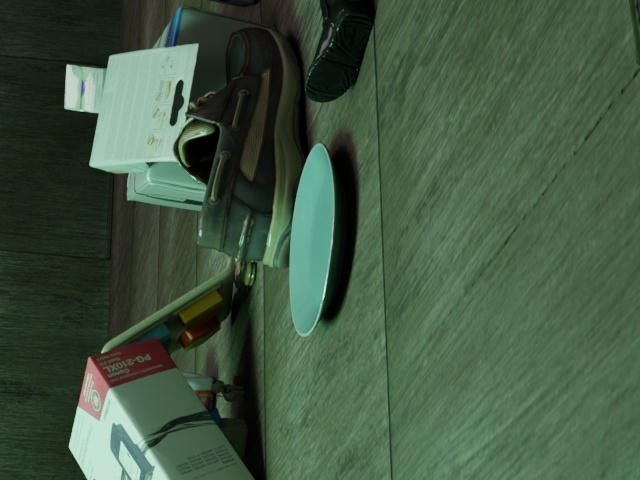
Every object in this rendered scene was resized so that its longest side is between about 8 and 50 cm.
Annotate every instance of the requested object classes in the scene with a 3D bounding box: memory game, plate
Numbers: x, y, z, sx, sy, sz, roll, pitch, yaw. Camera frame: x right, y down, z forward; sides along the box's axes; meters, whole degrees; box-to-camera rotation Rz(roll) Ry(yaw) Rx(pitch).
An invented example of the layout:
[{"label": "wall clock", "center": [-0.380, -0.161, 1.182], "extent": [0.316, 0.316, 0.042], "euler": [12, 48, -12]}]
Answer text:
[{"label": "memory game", "center": [-0.092, -0.024, 1.926], "extent": [0.186, 0.012, 0.186], "euler": [-176, 90, -78]}, {"label": "plate", "center": [0.000, 0.000, 1.469], "extent": [0.188, 0.024, 0.188], "euler": [-176, 90, -77]}]

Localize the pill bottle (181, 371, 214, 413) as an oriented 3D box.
[{"label": "pill bottle", "center": [-0.207, 0.280, 2.104], "extent": [0.108, 0.108, 0.193], "euler": [-175, 89, -78]}]

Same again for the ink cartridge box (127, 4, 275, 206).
[{"label": "ink cartridge box", "center": [-0.163, -0.160, 1.995], "extent": [0.307, 0.129, 0.223], "euler": [171, 109, -78]}]

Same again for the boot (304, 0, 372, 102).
[{"label": "boot", "center": [0.013, -0.203, 1.439], "extent": [0.099, 0.045, 0.121], "euler": [-101, 27, -44]}]

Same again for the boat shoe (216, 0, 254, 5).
[{"label": "boat shoe", "center": [-0.134, -0.367, 2.107], "extent": [0.228, 0.080, 0.076], "euler": [-149, 71, -75]}]

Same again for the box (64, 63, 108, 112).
[{"label": "box", "center": [-0.253, -0.216, 2.204], "extent": [0.324, 0.063, 0.067], "euler": [-12, -70, -64]}]

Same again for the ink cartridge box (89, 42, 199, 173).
[{"label": "ink cartridge box", "center": [-0.198, -0.156, 1.817], "extent": [0.179, 0.045, 0.145], "euler": [1, 79, 45]}]

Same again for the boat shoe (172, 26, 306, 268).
[{"label": "boat shoe", "center": [-0.092, -0.120, 1.683], "extent": [0.355, 0.130, 0.132], "euler": [-99, 19, -47]}]

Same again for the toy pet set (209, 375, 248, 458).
[{"label": "toy pet set", "center": [-0.131, 0.237, 1.875], "extent": [0.114, 0.065, 0.122], "euler": [-126, 42, -71]}]

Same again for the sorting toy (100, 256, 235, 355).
[{"label": "sorting toy", "center": [-0.184, 0.118, 1.913], "extent": [0.038, 0.208, 0.193], "euler": [50, 164, 12]}]

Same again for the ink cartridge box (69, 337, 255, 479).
[{"label": "ink cartridge box", "center": [-0.189, 0.262, 1.784], "extent": [0.237, 0.100, 0.172], "euler": [51, 140, 32]}]
